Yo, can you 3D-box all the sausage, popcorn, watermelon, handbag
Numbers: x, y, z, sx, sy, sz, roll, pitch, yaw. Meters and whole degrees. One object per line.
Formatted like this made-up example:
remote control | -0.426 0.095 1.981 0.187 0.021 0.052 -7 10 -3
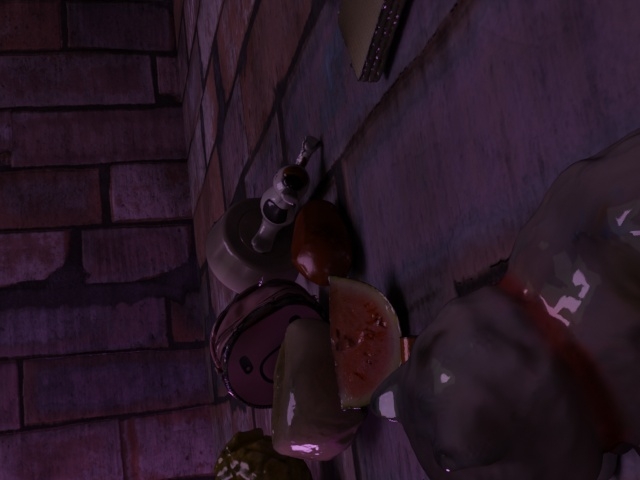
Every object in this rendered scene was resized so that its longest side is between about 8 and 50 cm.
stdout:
sausage | 0.106 0.157 0.851 0.031 0.031 0.107 -175 81 -74
popcorn | -0.106 0.417 1.266 0.195 0.168 0.173 -61 -5 13
sausage | 0.000 0.000 1.100 0.179 0.089 0.089 -102 15 -61
watermelon | 0.063 0.120 0.935 0.069 0.087 0.163 23 -118 -73
handbag | -0.075 0.160 1.214 0.179 0.205 0.116 60 165 -26

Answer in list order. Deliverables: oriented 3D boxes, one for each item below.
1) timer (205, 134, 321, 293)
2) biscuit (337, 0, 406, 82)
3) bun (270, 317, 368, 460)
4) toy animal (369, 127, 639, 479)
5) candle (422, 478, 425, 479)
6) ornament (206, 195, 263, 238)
timer | -0.073 -0.043 1.262 0.266 0.175 0.175 124 141 -49
biscuit | 0.066 -0.291 0.870 0.199 0.040 0.121 109 155 -52
bun | 0.000 0.208 1.079 0.178 0.128 0.193 114 160 -59
toy animal | 0.156 0.054 0.385 0.308 0.188 0.266 -143 60 -75
candle | 0.142 0.275 0.675 0.192 0.068 0.168 104 160 -53
ornament | -0.115 0.030 1.553 0.196 0.153 0.166 61 163 4
